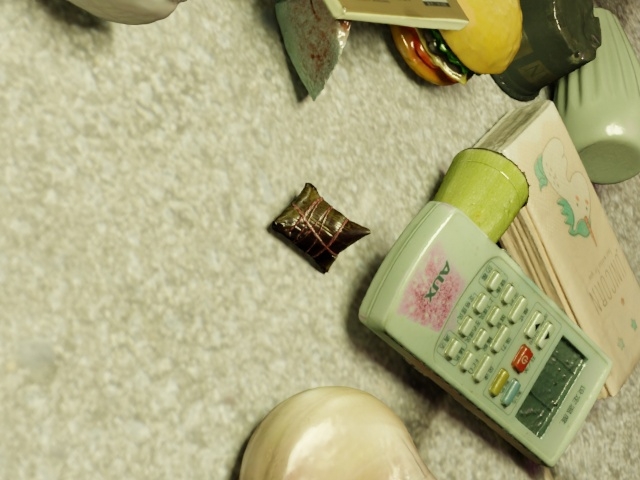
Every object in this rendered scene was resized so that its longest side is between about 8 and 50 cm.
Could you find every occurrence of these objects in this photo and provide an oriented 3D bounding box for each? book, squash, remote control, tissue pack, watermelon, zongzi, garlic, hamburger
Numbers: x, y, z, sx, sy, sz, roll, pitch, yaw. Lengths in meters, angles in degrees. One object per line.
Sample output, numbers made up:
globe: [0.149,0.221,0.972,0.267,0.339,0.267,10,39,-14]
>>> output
book: [0.010,-0.337,1.270,0.217,0.021,0.310,-8,63,-51]
squash: [0.130,-0.004,1.328,0.224,0.094,0.094,-48,114,-38]
remote control: [0.176,0.101,1.306,0.344,0.050,0.145,40,78,-39]
tissue pack: [0.285,0.010,1.511,0.170,0.071,0.325,-45,112,-50]
watermelon: [0.006,-0.225,1.260,0.081,0.094,0.180,38,36,-30]
zongzi: [0.000,0.000,1.201,0.083,0.073,0.067,28,45,8]
garlic: [0.032,0.225,1.106,0.217,0.110,0.228,58,41,-12]
hamburger: [0.148,-0.246,1.406,0.162,0.115,0.162,17,65,-44]

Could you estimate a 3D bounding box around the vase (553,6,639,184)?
vase: [0.356,-0.192,1.637,0.128,0.128,0.248,38,42,-36]

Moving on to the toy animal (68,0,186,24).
toy animal: [-0.210,-0.264,0.971,0.282,0.138,0.140,28,61,-40]

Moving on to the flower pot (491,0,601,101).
flower pot: [0.270,-0.258,1.566,0.157,0.107,0.157,18,65,-44]
